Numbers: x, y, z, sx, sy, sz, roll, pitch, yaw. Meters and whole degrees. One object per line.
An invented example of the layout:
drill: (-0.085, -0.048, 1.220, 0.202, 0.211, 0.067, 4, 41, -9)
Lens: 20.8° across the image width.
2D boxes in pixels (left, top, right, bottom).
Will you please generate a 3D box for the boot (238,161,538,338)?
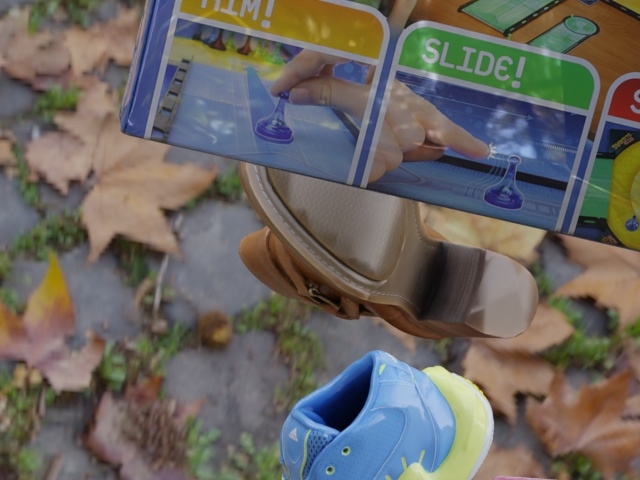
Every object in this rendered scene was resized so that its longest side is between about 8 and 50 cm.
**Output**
boot: (0.000, 0.000, 0.906, 0.197, 0.152, 0.073, 35, 73, -32)

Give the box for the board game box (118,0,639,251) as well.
board game box: (0.064, -0.070, 0.424, 0.201, 0.035, 0.136, 13, 99, -10)

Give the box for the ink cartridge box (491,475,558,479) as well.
ink cartridge box: (0.255, 0.260, 0.762, 0.160, 0.384, 0.279, -53, 125, -36)

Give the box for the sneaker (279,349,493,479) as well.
sneaker: (0.001, 0.170, 1.098, 0.126, 0.091, 0.240, 36, 85, -29)
